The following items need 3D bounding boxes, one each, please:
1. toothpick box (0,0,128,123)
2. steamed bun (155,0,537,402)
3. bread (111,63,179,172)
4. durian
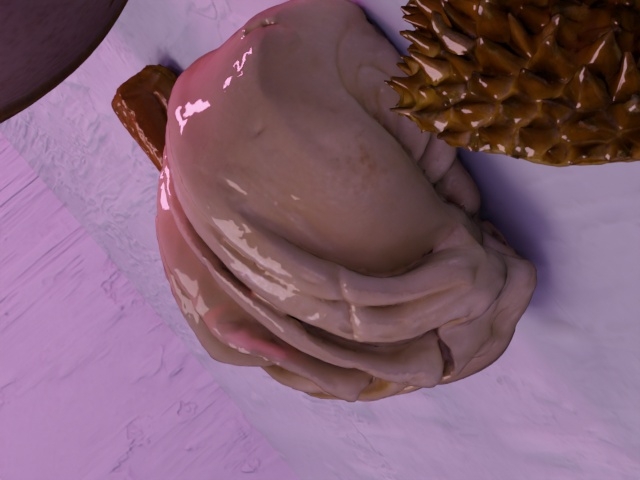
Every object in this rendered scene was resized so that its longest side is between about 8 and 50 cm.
[{"bbox_3d":[-0.280,-0.240,0.874,0.409,0.409,0.425,49,173,-3],"label":"toothpick box"},{"bbox_3d":[-0.002,-0.002,1.118,0.276,0.203,0.289,44,166,19],"label":"steamed bun"},{"bbox_3d":[-0.103,-0.052,1.586,0.271,0.077,0.139,51,171,-2],"label":"bread"},{"bbox_3d":[0.108,-0.107,0.757,0.139,0.144,0.252,11,-176,-36],"label":"durian"}]
